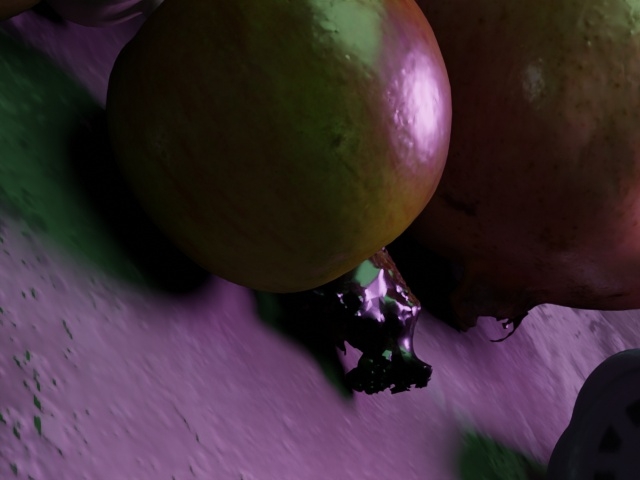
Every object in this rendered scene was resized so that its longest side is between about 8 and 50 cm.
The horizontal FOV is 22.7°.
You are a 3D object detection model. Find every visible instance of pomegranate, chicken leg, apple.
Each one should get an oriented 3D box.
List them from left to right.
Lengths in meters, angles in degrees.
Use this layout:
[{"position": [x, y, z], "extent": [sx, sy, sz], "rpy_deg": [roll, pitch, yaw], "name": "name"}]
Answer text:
[{"position": [-0.020, -0.066, 0.892], "extent": [0.196, 0.196, 0.196], "rpy_deg": [45, 19, -20], "name": "apple"}, {"position": [0.000, 0.000, 1.019], "extent": [0.105, 0.063, 0.234], "rpy_deg": [33, 23, -56], "name": "chicken leg"}, {"position": [0.186, -0.076, 1.258], "extent": [0.338, 0.338, 0.338], "rpy_deg": [45, 19, -20], "name": "pomegranate"}]

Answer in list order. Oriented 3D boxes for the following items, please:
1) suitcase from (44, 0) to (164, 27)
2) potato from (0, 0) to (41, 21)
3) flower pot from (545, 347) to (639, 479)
[{"position": [-0.090, -0.336, 1.007], "extent": [0.339, 0.351, 0.194], "rpy_deg": [56, -22, 7], "name": "suitcase"}, {"position": [-0.203, -0.176, 0.743], "extent": [0.200, 0.137, 0.154], "rpy_deg": [5, 93, -59], "name": "potato"}, {"position": [0.306, 0.182, 1.137], "extent": [0.243, 0.265, 0.265], "rpy_deg": [26, 29, -33], "name": "flower pot"}]
